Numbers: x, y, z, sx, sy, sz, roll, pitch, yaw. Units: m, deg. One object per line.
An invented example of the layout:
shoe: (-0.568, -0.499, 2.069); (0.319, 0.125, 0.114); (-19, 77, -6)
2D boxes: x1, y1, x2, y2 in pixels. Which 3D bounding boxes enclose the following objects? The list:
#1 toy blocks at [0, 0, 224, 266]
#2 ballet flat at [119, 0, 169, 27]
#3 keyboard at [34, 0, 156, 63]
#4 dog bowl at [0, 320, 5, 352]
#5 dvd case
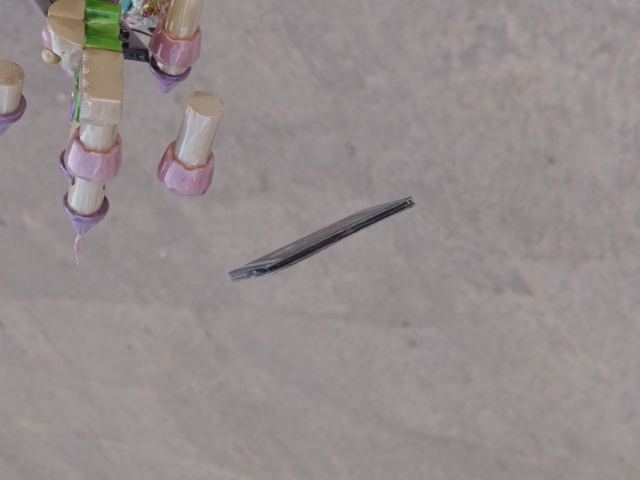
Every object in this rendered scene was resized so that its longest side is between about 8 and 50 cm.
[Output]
toy blocks: (-0.289, -0.162, 1.572); (0.309, 0.288, 0.260); (5, 139, -16)
ballet flat: (-0.191, -0.385, 1.717); (0.077, 0.241, 0.091); (16, -160, -21)
keyboard: (-0.321, -0.336, 2.035); (0.317, 0.201, 0.033); (49, 128, 54)
dog bowl: (-0.282, 0.123, 0.679); (0.104, 0.265, 0.265); (35, 151, -1)
dvd case: (0.000, 0.000, 1.741); (0.018, 0.221, 0.164); (67, 159, -4)
